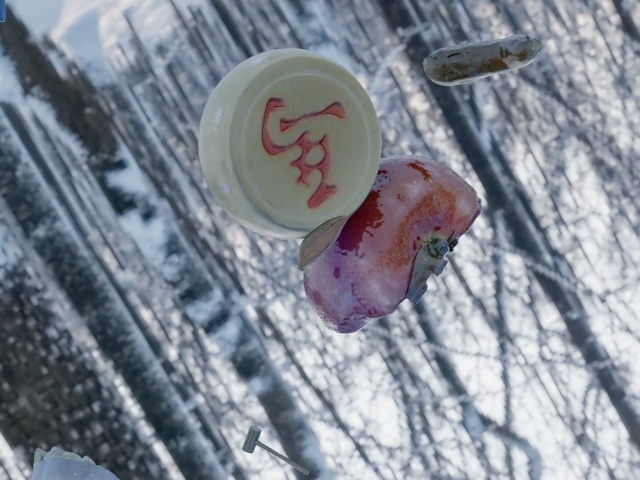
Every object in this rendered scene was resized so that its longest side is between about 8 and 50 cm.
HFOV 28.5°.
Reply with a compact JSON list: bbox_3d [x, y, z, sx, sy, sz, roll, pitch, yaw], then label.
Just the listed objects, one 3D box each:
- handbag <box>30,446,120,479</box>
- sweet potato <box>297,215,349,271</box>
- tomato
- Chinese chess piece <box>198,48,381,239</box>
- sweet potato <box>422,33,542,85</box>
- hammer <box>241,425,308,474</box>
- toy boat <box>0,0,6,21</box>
[{"bbox_3d":[-0.285,0.322,1.434,0.095,0.117,0.173,-30,-143,32],"label":"handbag"},{"bbox_3d":[0.000,0.000,1.621,0.095,0.034,0.034,-47,-169,-5],"label":"sweet potato"},{"bbox_3d":[0.075,-0.008,1.943,0.335,0.176,0.289,-49,-169,-30],"label":"tomato"},{"bbox_3d":[-0.040,-0.134,1.768,0.273,0.273,0.102,-34,-161,-26],"label":"Chinese chess piece"},{"bbox_3d":[0.258,-0.280,1.941,0.233,0.062,0.081,-5,-163,46],"label":"sweet potato"},{"bbox_3d":[-0.061,0.300,1.767,0.019,0.110,0.035,7,107,-62],"label":"hammer"},{"bbox_3d":[-0.363,-0.233,1.252,0.097,0.100,0.223,-32,148,-36],"label":"toy boat"}]
